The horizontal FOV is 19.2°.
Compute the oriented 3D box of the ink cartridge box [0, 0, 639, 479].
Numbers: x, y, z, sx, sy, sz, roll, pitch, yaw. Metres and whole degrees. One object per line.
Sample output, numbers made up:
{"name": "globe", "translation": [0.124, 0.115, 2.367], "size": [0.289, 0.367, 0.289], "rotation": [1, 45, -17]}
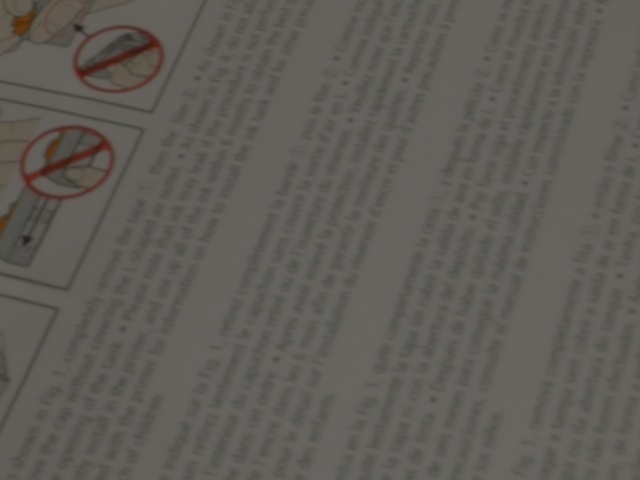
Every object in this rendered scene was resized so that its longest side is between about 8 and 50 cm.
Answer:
{"name": "ink cartridge box", "translation": [0.000, 0.000, 0.611], "size": [0.384, 0.091, 0.308], "rotation": [12, 55, 14]}
